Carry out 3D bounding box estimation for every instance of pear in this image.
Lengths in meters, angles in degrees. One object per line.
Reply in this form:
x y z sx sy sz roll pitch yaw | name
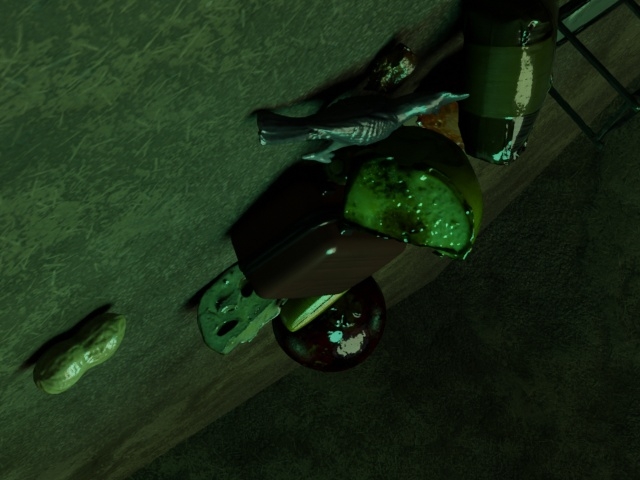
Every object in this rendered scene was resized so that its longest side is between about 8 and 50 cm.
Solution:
0.189 -0.103 1.735 0.255 0.238 0.164 -45 147 -56 | pear

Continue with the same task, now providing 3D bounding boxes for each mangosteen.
0.013 0.182 2.471 0.311 0.311 0.311 -37 168 -9 | mangosteen

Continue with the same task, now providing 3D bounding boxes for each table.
0.683 -0.426 2.197 0.335 0.272 0.222 -35 168 -15 | table

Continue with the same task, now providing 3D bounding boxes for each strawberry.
0.299 -0.284 1.927 0.234 0.234 0.178 107 4 -69 | strawberry

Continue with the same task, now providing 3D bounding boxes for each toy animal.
0.035 -0.183 1.590 0.367 0.081 0.206 -12 173 -25 | toy animal

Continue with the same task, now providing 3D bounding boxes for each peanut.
-0.409 0.189 1.706 0.187 0.082 0.082 -36 168 -18 | peanut

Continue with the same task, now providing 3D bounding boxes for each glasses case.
0.010 0.097 2.074 0.234 0.064 0.079 -40 -148 8 | glasses case

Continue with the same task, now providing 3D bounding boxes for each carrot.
0.066 -0.150 1.857 0.087 0.087 0.193 -44 173 22 | carrot

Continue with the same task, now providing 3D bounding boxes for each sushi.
0.109 -0.274 1.596 0.060 0.061 0.118 17 130 -25 | sushi

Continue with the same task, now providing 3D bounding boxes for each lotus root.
-0.161 0.131 2.086 0.235 0.138 0.119 -38 174 -12 | lotus root

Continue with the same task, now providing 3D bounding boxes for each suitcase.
0.000 0.000 1.880 0.236 0.161 0.297 -35 162 30 | suitcase

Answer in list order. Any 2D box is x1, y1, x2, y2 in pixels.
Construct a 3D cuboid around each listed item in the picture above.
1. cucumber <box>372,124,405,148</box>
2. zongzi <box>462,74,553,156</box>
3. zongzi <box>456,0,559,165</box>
0.121 -0.150 2.055 0.067 0.067 0.293 -34 169 -21 | cucumber
0.350 -0.278 2.142 0.288 0.134 0.286 -28 159 -15 | zongzi
0.351 -0.310 1.753 0.317 0.154 0.289 -39 141 -49 | zongzi
